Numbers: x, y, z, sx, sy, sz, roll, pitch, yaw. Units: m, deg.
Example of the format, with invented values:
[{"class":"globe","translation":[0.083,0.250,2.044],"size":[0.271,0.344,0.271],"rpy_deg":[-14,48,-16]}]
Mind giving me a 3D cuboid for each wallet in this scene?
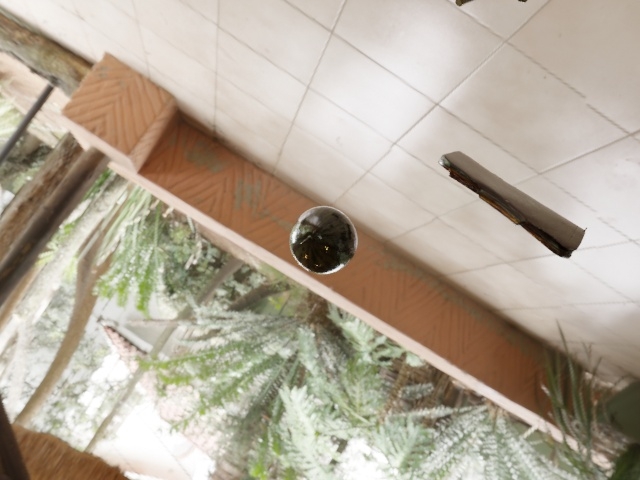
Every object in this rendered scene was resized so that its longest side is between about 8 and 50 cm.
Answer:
[{"class":"wallet","translation":[0.306,-0.067,0.874],"size":[0.255,0.031,0.137],"rpy_deg":[38,-148,17]}]

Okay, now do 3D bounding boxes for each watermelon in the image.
[{"class":"watermelon","translation":[0.000,0.000,0.813],"size":[0.105,0.105,0.133],"rpy_deg":[27,-171,17]}]

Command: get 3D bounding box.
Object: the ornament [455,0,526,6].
[{"class":"ornament","translation":[0.375,-0.625,1.260],"size":[0.230,0.244,0.061],"rpy_deg":[51,151,11]}]
